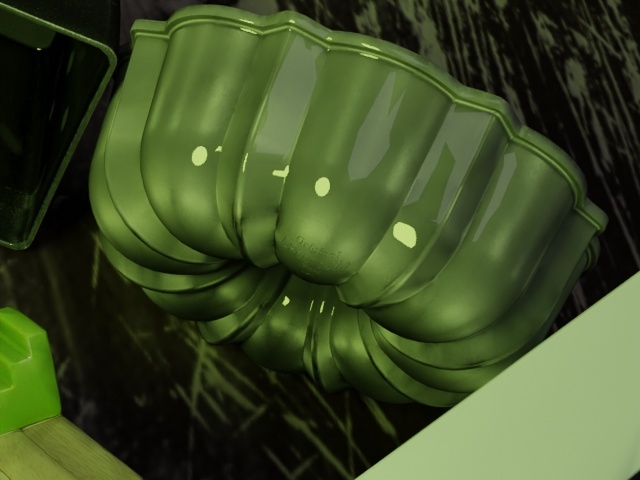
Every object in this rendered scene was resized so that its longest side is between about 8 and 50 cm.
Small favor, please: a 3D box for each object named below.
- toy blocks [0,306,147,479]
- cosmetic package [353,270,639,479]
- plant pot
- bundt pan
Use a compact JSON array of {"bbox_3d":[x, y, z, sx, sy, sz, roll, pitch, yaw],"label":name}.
[{"bbox_3d":[-0.235,0.170,0.935,0.261,0.381,0.190,-19,113,-27],"label":"toy blocks"},{"bbox_3d":[0.110,0.148,1.133,0.377,0.284,0.097,-31,78,-37],"label":"cosmetic package"},{"bbox_3d":[-0.230,-0.140,1.221,0.187,0.188,0.167,22,43,-12],"label":"plant pot"},{"bbox_3d":[0.000,0.000,1.168,0.331,0.331,0.124,26,69,-9],"label":"bundt pan"}]
